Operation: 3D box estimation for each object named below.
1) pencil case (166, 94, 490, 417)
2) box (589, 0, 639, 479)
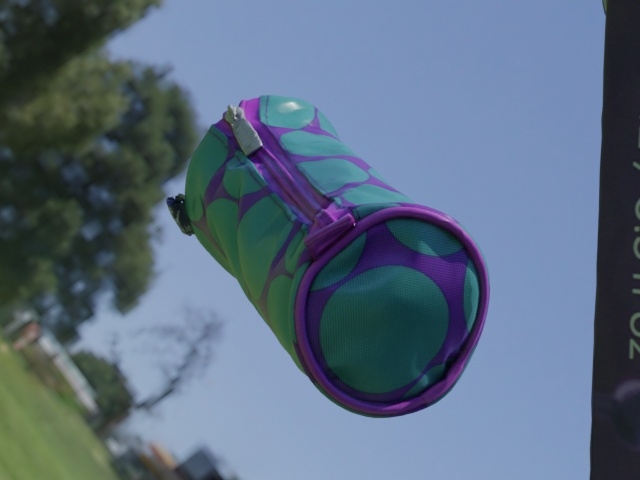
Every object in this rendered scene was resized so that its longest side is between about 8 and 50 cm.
[{"bbox_3d":[0.000,0.000,0.621,0.070,0.064,0.152,58,-6,-24],"label":"pencil case"},{"bbox_3d":[0.160,0.019,0.343,0.207,0.108,0.153,5,-84,42],"label":"box"}]
